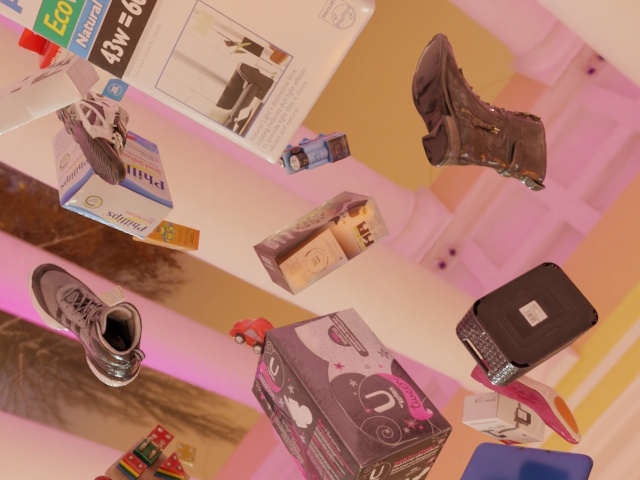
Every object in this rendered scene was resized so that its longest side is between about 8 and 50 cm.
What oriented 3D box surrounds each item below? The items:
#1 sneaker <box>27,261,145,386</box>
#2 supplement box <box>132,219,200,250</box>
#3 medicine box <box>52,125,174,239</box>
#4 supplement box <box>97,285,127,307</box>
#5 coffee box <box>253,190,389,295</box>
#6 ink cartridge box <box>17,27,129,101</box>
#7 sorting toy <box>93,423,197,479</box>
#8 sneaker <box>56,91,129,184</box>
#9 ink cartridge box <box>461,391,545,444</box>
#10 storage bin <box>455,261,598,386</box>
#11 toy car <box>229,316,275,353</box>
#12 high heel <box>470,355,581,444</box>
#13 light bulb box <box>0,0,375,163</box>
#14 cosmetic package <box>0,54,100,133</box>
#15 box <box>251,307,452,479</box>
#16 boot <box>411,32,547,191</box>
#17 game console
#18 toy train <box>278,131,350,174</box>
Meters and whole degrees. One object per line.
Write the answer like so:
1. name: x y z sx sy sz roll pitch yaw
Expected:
1. sneaker: -0.398 0.124 1.174 0.101 0.268 0.153 -40 178 -40
2. supplement box: -0.510 -0.019 2.249 0.080 0.233 0.077 -1 -100 35
3. medicine box: -0.574 -0.185 1.865 0.149 0.264 0.289 -42 -131 20
4. supplement box: -0.503 0.147 1.549 0.062 0.036 0.098 -39 173 41
5. coffee box: 0.000 0.000 1.717 0.297 0.118 0.168 -32 -160 -16
6. ink cartridge box: -0.521 -0.415 1.472 0.134 0.231 0.078 -53 -141 23
7. sorting toy: -0.327 0.451 1.335 0.046 0.132 0.274 -54 174 20
8. sneaker: -0.518 -0.268 1.629 0.330 0.146 0.122 50 -30 30
9. ink cartridge box: 0.405 0.397 1.499 0.109 0.151 0.063 -30 -143 52
10. storage bin: 0.318 0.128 1.045 0.122 0.180 0.084 56 -25 22
11. toy car: -0.034 0.209 1.317 0.239 0.225 0.053 44 -52 44
12. high heel: 0.426 0.338 1.408 0.117 0.244 0.082 -47 165 28
13. light bulb box: -0.142 -0.335 0.843 0.225 0.361 0.357 -54 -163 29
14. cosmetic package: -0.524 -0.256 1.209 0.239 0.060 0.098 -18 -150 15
15. box: 0.036 0.236 0.958 0.247 0.164 0.142 50 -41 37
16. boot: 0.281 -0.215 1.153 0.091 0.229 0.262 149 -59 -61
17. game console: 0.453 0.610 1.505 0.293 0.173 0.250 -8 -92 45
18. toy train: -0.017 -0.225 1.735 0.184 0.080 0.105 -23 -161 -23
